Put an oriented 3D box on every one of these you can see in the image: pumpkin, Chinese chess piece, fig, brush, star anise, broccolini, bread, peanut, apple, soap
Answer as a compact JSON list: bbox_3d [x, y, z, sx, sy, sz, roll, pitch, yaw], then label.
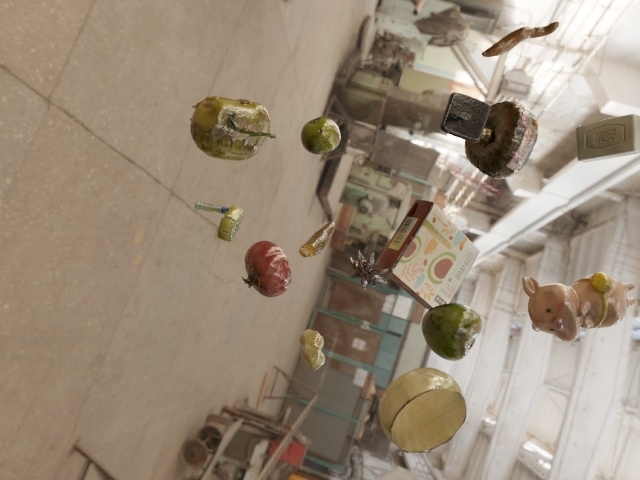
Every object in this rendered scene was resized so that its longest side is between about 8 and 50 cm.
[{"bbox_3d":[0.586,-0.340,1.707,0.260,0.189,0.260,-41,-140,47],"label":"pumpkin"},{"bbox_3d":[0.296,0.492,1.485,0.104,0.257,0.257,-123,-137,-59],"label":"Chinese chess piece"},{"bbox_3d":[0.408,0.279,1.610,0.181,0.191,0.181,-21,120,-41],"label":"fig"},{"bbox_3d":[-0.403,-0.122,2.013,0.030,0.178,0.033,-129,-130,-65],"label":"brush"},{"bbox_3d":[0.136,0.093,1.541,0.042,0.141,0.141,-36,147,-48],"label":"star anise"},{"bbox_3d":[-0.231,-0.352,1.644,0.052,0.194,0.054,-54,160,-26],"label":"broccolini"},{"bbox_3d":[-0.338,-0.067,1.953,0.156,0.064,0.117,-70,-178,-47],"label":"bread"},{"bbox_3d":[-0.039,0.500,2.362,0.117,0.101,0.263,-51,-160,19],"label":"peanut"},{"bbox_3d":[0.000,-0.505,2.455,0.196,0.196,0.157,-63,139,-52],"label":"apple"},{"bbox_3d":[0.922,-0.324,1.637,0.183,0.063,0.122,-6,-98,54],"label":"soap"}]

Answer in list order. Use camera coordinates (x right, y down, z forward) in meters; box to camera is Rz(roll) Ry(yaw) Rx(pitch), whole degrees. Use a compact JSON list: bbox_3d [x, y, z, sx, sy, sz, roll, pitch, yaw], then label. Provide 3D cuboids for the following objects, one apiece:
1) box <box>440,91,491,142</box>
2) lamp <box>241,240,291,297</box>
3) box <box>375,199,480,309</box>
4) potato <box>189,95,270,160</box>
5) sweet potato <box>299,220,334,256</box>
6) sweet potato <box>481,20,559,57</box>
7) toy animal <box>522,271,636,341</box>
[{"bbox_3d":[0.421,-0.357,1.493,0.027,0.126,0.125,108,3,-86],"label":"box"},{"bbox_3d":[-0.170,0.091,1.583,0.140,0.182,0.182,-22,142,-29],"label":"lamp"},{"bbox_3d":[0.470,0.074,2.212,0.345,0.385,0.122,-56,-148,-9],"label":"box"},{"bbox_3d":[-0.334,-0.408,1.898,0.196,0.299,0.247,-112,-160,-70],"label":"potato"},{"bbox_3d":[0.000,0.000,1.975,0.243,0.077,0.077,-42,152,-50],"label":"sweet potato"},{"bbox_3d":[0.453,-0.464,1.173,0.044,0.179,0.044,-22,90,-84],"label":"sweet potato"},{"bbox_3d":[0.641,0.156,1.260,0.149,0.247,0.165,-39,117,-71],"label":"toy animal"}]
